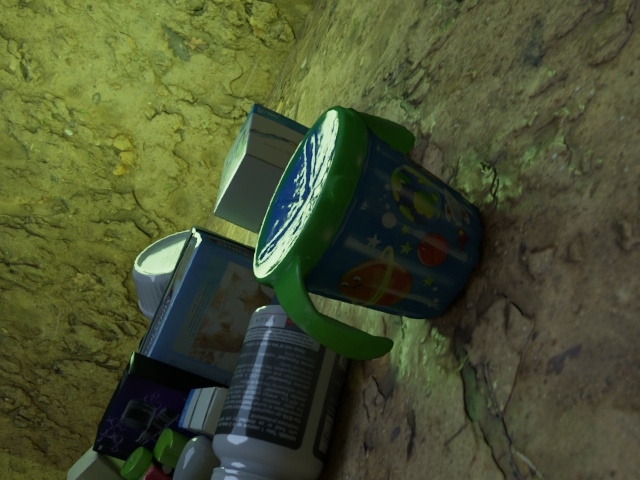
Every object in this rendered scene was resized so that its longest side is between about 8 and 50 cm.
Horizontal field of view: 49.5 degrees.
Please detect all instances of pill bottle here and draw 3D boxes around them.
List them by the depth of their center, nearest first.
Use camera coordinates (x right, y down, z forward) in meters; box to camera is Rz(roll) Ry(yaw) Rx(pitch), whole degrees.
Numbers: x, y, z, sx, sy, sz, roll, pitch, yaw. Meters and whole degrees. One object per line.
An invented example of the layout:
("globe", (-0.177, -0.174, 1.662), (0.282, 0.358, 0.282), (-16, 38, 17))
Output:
("pill bottle", (-0.060, 0.250, 0.998), (0.161, 0.161, 0.283), (-38, 31, 58))

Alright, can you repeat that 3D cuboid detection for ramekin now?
("ramekin", (-0.344, 0.079, 1.749), (0.273, 0.273, 0.127), (-99, -7, -62))

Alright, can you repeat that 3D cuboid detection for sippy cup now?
("sippy cup", (0.066, -0.014, 0.857), (0.305, 0.224, 0.240), (-67, 17, -3))

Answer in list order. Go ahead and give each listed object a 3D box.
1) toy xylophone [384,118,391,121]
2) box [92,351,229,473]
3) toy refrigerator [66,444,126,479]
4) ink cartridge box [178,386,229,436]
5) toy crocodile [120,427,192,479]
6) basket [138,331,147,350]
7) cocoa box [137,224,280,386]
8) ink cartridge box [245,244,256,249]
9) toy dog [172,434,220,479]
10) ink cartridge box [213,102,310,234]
("toy xylophone", (0.041, -0.101, 1.289), (0.323, 0.081, 0.236), (-44, 26, 41))
("box", (-0.294, 0.364, 1.399), (0.184, 0.261, 0.103), (-63, 16, 13))
("toy refrigerator", (-0.380, 0.535, 1.393), (0.094, 0.269, 0.102), (-45, 15, -9))
("ink cartridge box", (-0.164, 0.325, 1.260), (0.191, 0.140, 0.082), (-28, 40, 65))
("toy crocodile", (-0.355, 0.500, 1.287), (0.340, 0.115, 0.105), (-50, 15, -13))
("basket", (-0.350, 0.238, 1.779), (0.227, 0.154, 0.204), (-51, -47, -61))
("cocoa box", (-0.239, 0.176, 1.542), (0.347, 0.232, 0.228), (-66, 16, 3))
("ink cartridge box", (-0.202, 0.066, 1.886), (0.209, 0.062, 0.109), (-67, 16, -5))
("toy dog", (-0.230, 0.515, 1.208), (0.333, 0.161, 0.220), (-49, 44, 16))
("ink cartridge box", (-0.127, -0.169, 1.732), (0.198, 0.197, 0.270), (-57, 19, 31))
